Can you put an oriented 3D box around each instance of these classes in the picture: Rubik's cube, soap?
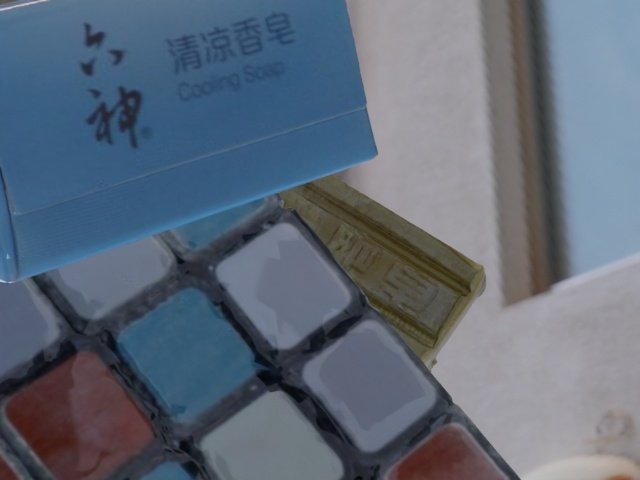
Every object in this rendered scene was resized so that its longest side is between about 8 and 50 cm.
[{"bbox_3d":[-0.102,0.139,0.838,0.259,0.256,0.253,-32,-102,-32],"label":"Rubik's cube"},{"bbox_3d":[0.000,0.000,1.339,0.252,0.037,0.092,31,-101,10],"label":"soap"}]

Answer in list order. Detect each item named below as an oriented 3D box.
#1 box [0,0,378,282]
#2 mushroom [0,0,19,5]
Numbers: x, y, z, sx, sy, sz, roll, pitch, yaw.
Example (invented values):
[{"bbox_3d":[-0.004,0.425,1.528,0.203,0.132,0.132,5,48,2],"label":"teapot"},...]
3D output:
[{"bbox_3d":[-0.109,-0.043,0.616,0.143,0.232,0.083,-19,-80,-35],"label":"box"},{"bbox_3d":[-0.298,-0.240,1.496,0.362,0.362,0.294,-44,-43,-39],"label":"mushroom"}]
